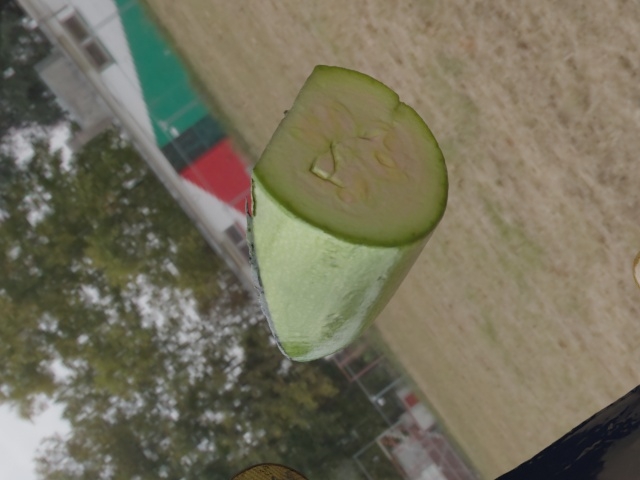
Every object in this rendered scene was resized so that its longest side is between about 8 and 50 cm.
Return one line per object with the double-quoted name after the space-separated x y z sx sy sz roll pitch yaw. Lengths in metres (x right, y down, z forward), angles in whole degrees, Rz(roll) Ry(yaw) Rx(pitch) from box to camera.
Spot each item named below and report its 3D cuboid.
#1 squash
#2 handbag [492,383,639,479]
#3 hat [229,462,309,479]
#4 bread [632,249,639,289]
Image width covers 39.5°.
0.000 0.000 1.024 0.210 0.234 0.309 28 142 -5 "squash"
0.162 0.251 0.612 0.122 0.329 0.303 56 -166 0 "handbag"
-0.049 0.394 1.228 0.193 0.193 0.082 53 141 6 "hat"
0.461 0.034 1.130 0.189 0.114 0.077 22 -144 -35 "bread"
